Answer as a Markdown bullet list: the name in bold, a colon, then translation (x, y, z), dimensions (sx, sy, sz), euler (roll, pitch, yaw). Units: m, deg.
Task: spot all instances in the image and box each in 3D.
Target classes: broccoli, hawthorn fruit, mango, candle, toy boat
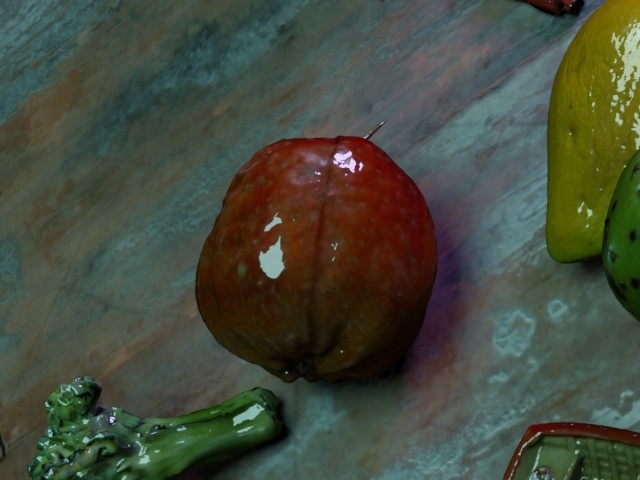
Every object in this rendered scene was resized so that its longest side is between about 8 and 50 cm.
- **broccoli**: translation (-0.197, 0.210, 1.949), dimensions (0.275, 0.198, 0.177), euler (-41, 5, 8)
- **hawthorn fruit**: translation (-0.006, 0.022, 1.845), dimensions (0.258, 0.258, 0.262), euler (-12, 91, 34)
- **mango**: translation (0.303, -0.122, 1.743), dimensions (0.176, 0.119, 0.317), euler (19, 88, 34)
- **candle**: translation (0.215, -0.273, 1.945), dimensions (0.167, 0.021, 0.026), euler (25, 86, 42)
- **toy boat**: translation (0.330, 0.257, 1.573), dimensions (0.392, 0.079, 0.136), euler (16, 78, 43)

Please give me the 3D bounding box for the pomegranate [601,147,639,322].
- **pomegranate**: translation (0.339, -0.034, 1.564), dimensions (0.231, 0.286, 0.231), euler (-30, 32, 21)
